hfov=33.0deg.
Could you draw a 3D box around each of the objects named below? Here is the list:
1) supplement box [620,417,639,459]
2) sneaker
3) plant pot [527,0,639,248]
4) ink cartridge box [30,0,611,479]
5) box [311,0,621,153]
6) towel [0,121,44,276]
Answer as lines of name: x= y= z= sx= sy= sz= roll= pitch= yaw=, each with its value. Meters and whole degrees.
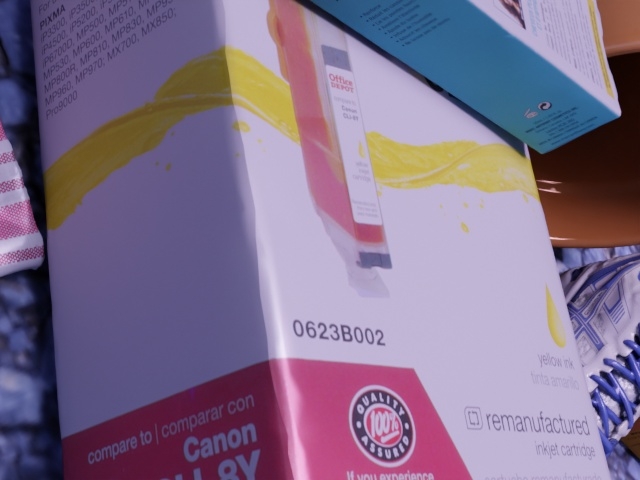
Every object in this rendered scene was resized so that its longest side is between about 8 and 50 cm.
supplement box: x=0.347 y=0.190 z=0.967 sx=0.233 sy=0.080 sz=0.078 roll=43 pitch=44 yaw=-20
sneaker: x=0.224 y=0.093 z=0.845 sx=0.112 sy=0.131 sz=0.296 roll=53 pitch=42 yaw=-15
plant pot: x=0.231 y=-0.147 z=0.852 sx=0.291 sy=0.291 sz=0.203 roll=22 pitch=55 yaw=-39
ink cartridge box: x=0.000 y=0.000 z=0.620 sx=0.279 sy=0.160 sz=0.384 roll=12 pitch=60 yaw=-47
box: x=0.073 y=-0.144 z=0.605 sx=0.244 sy=0.060 sz=0.100 roll=25 pitch=50 yaw=-39
towel: x=-0.221 y=-0.069 z=0.527 sx=0.144 sy=0.029 sz=0.197 roll=-11 pitch=78 yaw=-49
